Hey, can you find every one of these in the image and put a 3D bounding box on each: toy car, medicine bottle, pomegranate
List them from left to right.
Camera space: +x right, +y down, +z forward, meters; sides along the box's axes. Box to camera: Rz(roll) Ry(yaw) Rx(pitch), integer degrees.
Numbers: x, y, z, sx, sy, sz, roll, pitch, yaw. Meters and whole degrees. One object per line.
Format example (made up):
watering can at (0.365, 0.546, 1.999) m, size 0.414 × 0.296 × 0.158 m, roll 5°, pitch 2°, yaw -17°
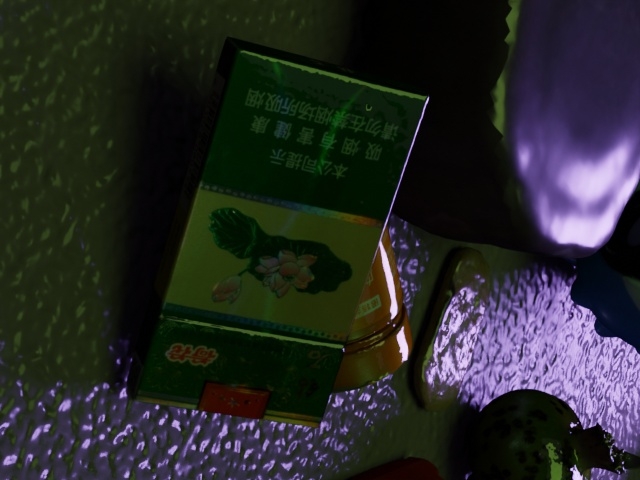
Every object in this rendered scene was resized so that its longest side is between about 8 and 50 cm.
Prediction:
medicine bottle at (0.000, 0.000, 0.942) m, size 0.096 × 0.096 × 0.192 m, roll -38°, pitch 124°, yaw -42°
pomegranate at (0.201, 0.186, 1.185) m, size 0.122 × 0.161 × 0.122 m, roll 29°, pitch 56°, yaw -56°
toy car at (0.329, -0.005, 1.285) m, size 0.188 × 0.190 × 0.255 m, roll 35°, pitch 62°, yaw -23°

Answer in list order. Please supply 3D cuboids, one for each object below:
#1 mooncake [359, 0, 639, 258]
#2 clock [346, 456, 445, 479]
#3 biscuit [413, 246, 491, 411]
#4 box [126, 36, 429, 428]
mooncake at (0.154, -0.136, 1.068) m, size 0.306 × 0.154 × 0.306 m, roll -12°, pitch 105°, yaw -49°
clock at (0.057, 0.263, 1.088) m, size 0.113 × 0.061 × 0.155 m, roll -11°, pitch 107°, yaw -51°
biscuit at (0.112, 0.075, 1.158) m, size 0.071 × 0.018 × 0.147 m, roll 39°, pitch 64°, yaw -50°
box at (-0.029, 0.001, 0.858) m, size 0.132 × 0.034 × 0.235 m, roll 12°, pitch 106°, yaw -23°
